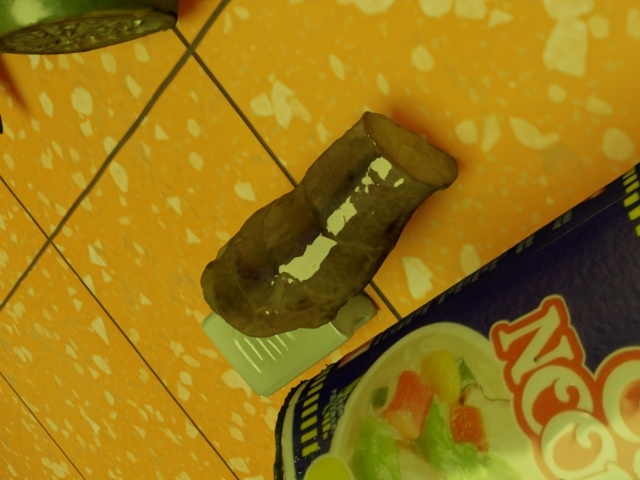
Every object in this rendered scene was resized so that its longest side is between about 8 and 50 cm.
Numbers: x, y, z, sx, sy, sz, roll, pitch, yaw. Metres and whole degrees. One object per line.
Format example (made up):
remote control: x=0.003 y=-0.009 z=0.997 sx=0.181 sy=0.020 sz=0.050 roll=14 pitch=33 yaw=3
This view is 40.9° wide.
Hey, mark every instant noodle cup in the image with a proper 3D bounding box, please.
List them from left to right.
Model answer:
instant noodle cup: x=0.151 y=0.116 z=0.534 sx=0.312 sy=0.284 sz=0.284 roll=-29 pitch=98 yaw=24

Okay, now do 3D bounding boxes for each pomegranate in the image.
pomegranate: x=-0.252 y=-0.253 z=0.780 sx=0.241 sy=0.190 sz=0.159 roll=-11 pitch=95 yaw=23

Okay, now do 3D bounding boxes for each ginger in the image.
ginger: x=0.000 y=0.000 z=0.758 sx=0.109 sy=0.116 sz=0.263 roll=32 pitch=122 yaw=-27

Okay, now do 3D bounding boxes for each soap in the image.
soap: x=-0.040 y=0.084 z=0.932 sx=0.119 sy=0.066 sz=0.198 roll=51 pitch=140 yaw=3

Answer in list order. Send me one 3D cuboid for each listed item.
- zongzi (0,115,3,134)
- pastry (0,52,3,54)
zongzi: x=-0.488 y=-0.321 z=0.984 sx=0.360 sy=0.160 sz=0.323 roll=37 pitch=137 yaw=3
pastry: x=-0.401 y=-0.294 z=0.874 sx=0.265 sy=0.133 sz=0.265 roll=-3 pitch=125 yaw=-5
